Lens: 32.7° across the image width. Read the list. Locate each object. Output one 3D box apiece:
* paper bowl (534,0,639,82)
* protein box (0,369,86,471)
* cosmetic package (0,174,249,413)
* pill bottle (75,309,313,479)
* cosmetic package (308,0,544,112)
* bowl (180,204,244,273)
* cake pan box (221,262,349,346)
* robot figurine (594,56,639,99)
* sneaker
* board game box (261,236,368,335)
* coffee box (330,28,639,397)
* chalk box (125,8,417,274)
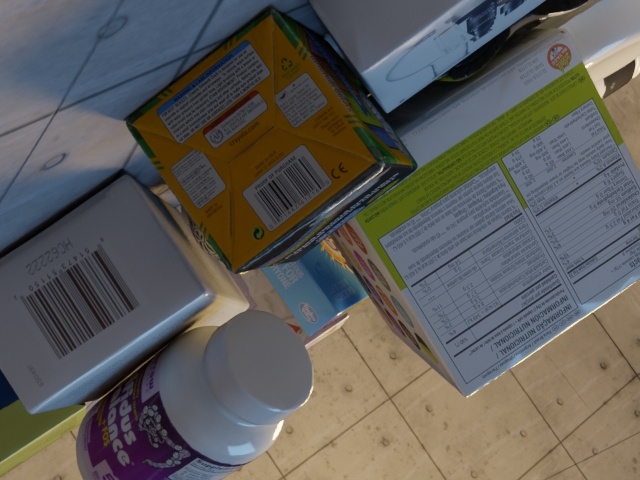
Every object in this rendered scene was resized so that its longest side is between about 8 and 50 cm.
[{"bbox_3d":[0.382,-0.315,1.581,0.284,0.148,0.284,-27,171,-5],"label":"paper bowl"},{"bbox_3d":[-0.489,0.274,1.717,0.200,0.136,0.201,-33,174,-19],"label":"protein box"},{"bbox_3d":[-0.241,0.074,1.341,0.230,0.161,0.453,-34,174,-2],"label":"cosmetic package"},{"bbox_3d":[-0.148,0.203,1.288,0.301,0.169,0.169,-39,173,37],"label":"pill bottle"},{"bbox_3d":[0.183,-0.289,1.106,0.377,0.097,0.284,-35,177,7],"label":"cosmetic package"},{"bbox_3d":[-0.117,-0.049,1.307,0.080,0.170,0.170,10,-174,14],"label":"bowl"},{"bbox_3d":[-0.126,0.103,1.841,0.267,0.245,0.070,-30,169,-25],"label":"cake pan box"},{"bbox_3d":[0.480,-0.337,2.026,0.278,0.173,0.209,-33,-150,-15],"label":"robot figurine"},{"bbox_3d":[0.219,-0.293,1.339,0.300,0.111,0.121,-32,-170,-11],"label":"sneaker"},{"bbox_3d":[0.000,0.000,1.710,0.064,0.242,0.316,-38,174,26],"label":"board game box"},{"bbox_3d":[0.198,-0.053,1.464,0.338,0.334,0.337,-34,-164,-5],"label":"coffee box"},{"bbox_3d":[-0.030,-0.093,1.102,0.180,0.179,0.289,-36,175,11],"label":"chalk box"}]
